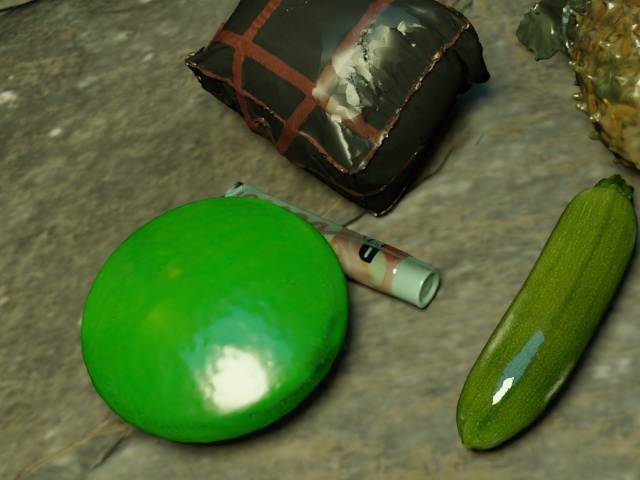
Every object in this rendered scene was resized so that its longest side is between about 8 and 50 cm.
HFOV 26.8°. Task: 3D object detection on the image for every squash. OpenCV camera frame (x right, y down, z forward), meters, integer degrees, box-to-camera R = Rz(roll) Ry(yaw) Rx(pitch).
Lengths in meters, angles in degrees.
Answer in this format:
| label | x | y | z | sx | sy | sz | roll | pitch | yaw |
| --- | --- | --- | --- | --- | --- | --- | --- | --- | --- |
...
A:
| label | x | y | z | sx | sy | sz | roll | pitch | yaw |
| --- | --- | --- | --- | --- | --- | --- | --- | --- | --- |
| squash | 0.176 | 0.047 | 0.992 | 0.069 | 0.069 | 0.258 | 22 | 64 | 24 |

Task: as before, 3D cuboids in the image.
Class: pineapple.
| label | x | y | z | sx | sy | sz | roll | pitch | yaw |
| --- | --- | --- | --- | --- | --- | --- | --- | --- | --- |
| pineapple | 0.247 | -0.188 | 1.105 | 0.170 | 0.141 | 0.310 | -32 | 45 | 19 |

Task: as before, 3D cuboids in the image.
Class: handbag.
| label | x | y | z | sx | sy | sz | roll | pitch | yaw |
| --- | --- | --- | --- | --- | --- | --- | --- | --- | --- |
| handbag | 0.012 | -0.141 | 1.101 | 0.215 | 0.155 | 0.169 | 38 | 84 | 28 |

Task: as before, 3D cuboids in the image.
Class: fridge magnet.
| label | x | y | z | sx | sy | sz | roll | pitch | yaw |
| --- | --- | --- | --- | --- | --- | --- | --- | --- | --- |
| fridge magnet | -0.080 | 0.059 | 1.021 | 0.208 | 0.088 | 0.208 | -6 | 56 | 8 |

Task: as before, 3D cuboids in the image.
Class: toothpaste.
| label | x | y | z | sx | sy | sz | roll | pitch | yaw |
| --- | --- | --- | --- | --- | --- | --- | --- | --- | --- |
| toothpaste | 0.000 | 0.000 | 1.079 | 0.205 | 0.036 | 0.056 | 23 | 39 | 27 |
